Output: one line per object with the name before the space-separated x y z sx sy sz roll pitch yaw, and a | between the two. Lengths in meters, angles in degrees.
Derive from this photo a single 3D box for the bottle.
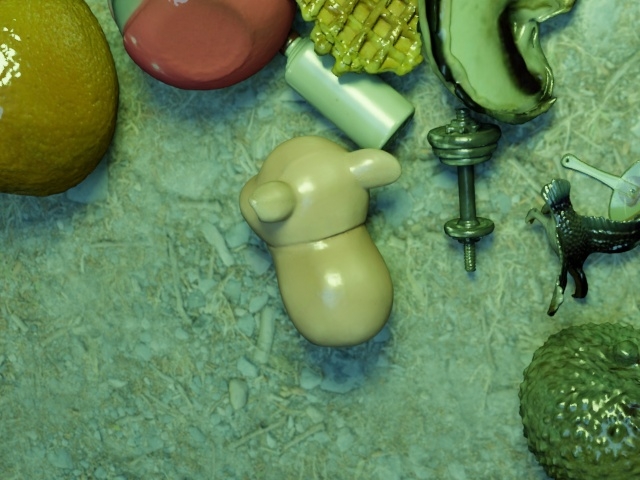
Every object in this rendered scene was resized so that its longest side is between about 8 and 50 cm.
bottle | 0.025 -0.242 1.316 0.245 0.104 0.104 41 110 5

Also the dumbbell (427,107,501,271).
dumbbell | 0.223 -0.074 1.294 0.110 0.110 0.255 -1 107 18

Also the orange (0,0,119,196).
orange | -0.486 -0.252 1.370 0.322 0.322 0.357 7 92 16

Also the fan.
fan | 0.464 -0.075 1.264 0.226 0.008 0.153 28 109 9

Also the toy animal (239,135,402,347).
toy animal | 0.000 0.000 1.298 0.237 0.269 0.326 -16 62 -19

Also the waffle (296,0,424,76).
waffle | 0.082 -0.366 1.235 0.291 0.051 0.291 0 91 -19

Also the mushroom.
mushroom | 0.247 -0.342 1.195 0.247 0.130 0.344 -21 116 -14

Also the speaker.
speaker | -0.183 -0.379 1.280 0.294 0.294 0.294 4 103 17

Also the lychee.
lychee | 0.411 0.248 1.223 0.255 0.255 0.274 7 123 16

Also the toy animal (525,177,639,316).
toy animal | 0.379 0.004 1.255 0.272 0.197 0.160 -30 67 -14
